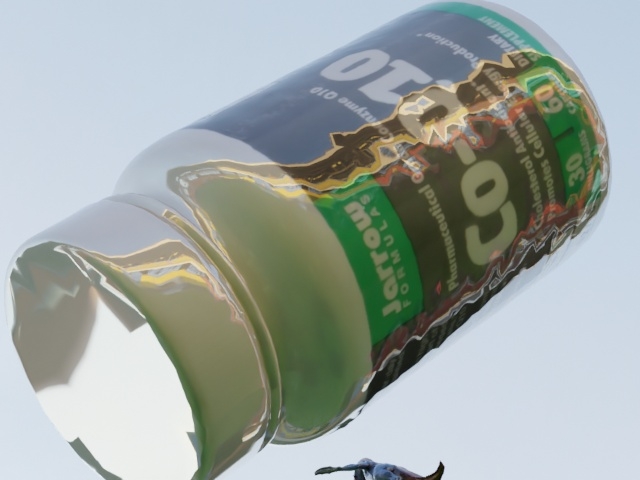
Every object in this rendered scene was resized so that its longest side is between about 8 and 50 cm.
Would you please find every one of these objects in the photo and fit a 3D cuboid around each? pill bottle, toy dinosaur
[{"bbox_3d":[0.000,0.000,0.957,0.361,0.204,0.204,-33,-50,-37],"label":"pill bottle"},{"bbox_3d":[0.045,0.168,1.069,0.090,0.082,0.047,-18,-74,5],"label":"toy dinosaur"}]
